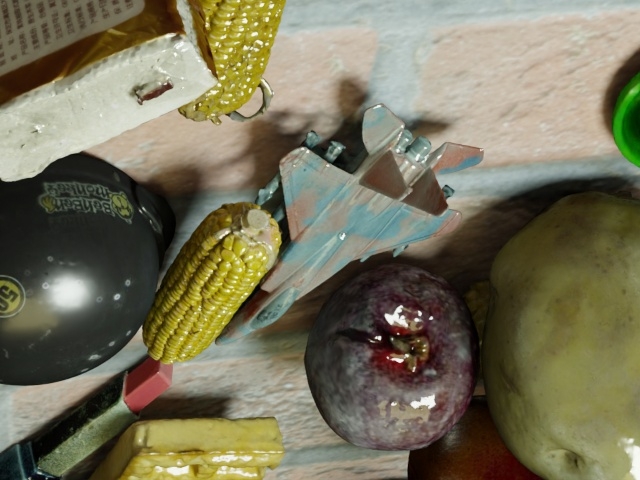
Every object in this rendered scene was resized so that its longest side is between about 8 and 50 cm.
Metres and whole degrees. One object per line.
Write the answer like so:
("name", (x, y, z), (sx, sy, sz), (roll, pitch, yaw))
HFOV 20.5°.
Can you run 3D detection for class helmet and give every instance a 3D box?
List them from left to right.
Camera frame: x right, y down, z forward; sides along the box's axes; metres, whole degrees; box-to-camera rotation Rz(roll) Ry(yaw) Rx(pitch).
("helmet", (-0.248, 0.046, 1.595), (0.279, 0.160, 0.230), (13, 133, -36))

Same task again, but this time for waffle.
("waffle", (-0.162, 0.260, 1.959), (0.168, 0.057, 0.274), (2, 154, -23))

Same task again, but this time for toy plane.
("toy plane", (-0.001, -0.006, 1.677), (0.223, 0.104, 0.326), (20, 135, -39))

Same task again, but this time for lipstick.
("lipstick", (-0.268, 0.217, 1.907), (0.312, 0.051, 0.051), (-36, 140, 23))

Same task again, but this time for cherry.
("cherry", (0.069, 0.121, 1.808), (0.195, 0.195, 0.195), (-11, 144, -8))

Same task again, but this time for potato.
("potato", (0.278, 0.111, 1.762), (0.243, 0.326, 0.221), (-5, 170, -20))

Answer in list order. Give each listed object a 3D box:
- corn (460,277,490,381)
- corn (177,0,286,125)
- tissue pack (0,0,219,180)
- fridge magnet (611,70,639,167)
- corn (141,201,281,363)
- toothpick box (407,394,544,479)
("corn", (0.126, 0.142, 1.943), (0.086, 0.086, 0.288), (12, 138, -34))
("corn", (-0.069, -0.206, 1.380), (0.106, 0.106, 0.293), (-3, 142, -18))
("tissue pack", (-0.184, -0.172, 1.269), (0.183, 0.226, 0.092), (-24, 146, 11))
("fridge magnet", (0.382, -0.119, 1.686), (0.208, 0.088, 0.208), (-4, 145, -3))
("corn", (-0.106, 0.041, 1.643), (0.080, 0.080, 0.238), (5, 145, -28))
("toothpick box", (0.225, 0.241, 1.954), (0.192, 0.192, 0.294), (-43, 168, 32))
